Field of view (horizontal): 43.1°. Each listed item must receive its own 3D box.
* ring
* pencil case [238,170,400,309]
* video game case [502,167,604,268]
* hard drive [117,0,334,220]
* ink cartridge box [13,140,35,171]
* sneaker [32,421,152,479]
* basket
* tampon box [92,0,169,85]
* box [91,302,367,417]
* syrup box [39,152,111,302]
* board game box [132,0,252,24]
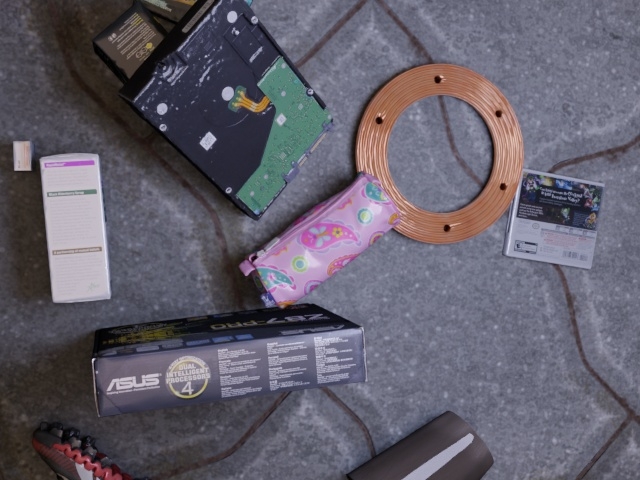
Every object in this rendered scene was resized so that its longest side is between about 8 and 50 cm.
[{"bbox_3d":[0.224,-0.161,1.519,0.336,0.032,0.337,-1,94,-15],"label":"ring"},{"bbox_3d":[0.000,0.000,1.409,0.284,0.124,0.124,-35,101,-3],"label":"pencil case"},{"bbox_3d":[0.459,-0.042,1.591,0.190,0.022,0.173,9,91,-14],"label":"video game case"},{"bbox_3d":[-0.137,-0.215,1.321,0.237,0.064,0.339,-52,135,-6],"label":"hard drive"},{"bbox_3d":[-0.480,-0.136,1.311,0.028,0.083,0.048,-2,93,-15],"label":"ink cartridge box"},{"bbox_3d":[-0.385,0.420,1.359,0.276,0.097,0.135,42,81,-14],"label":"sneaker"},{"bbox_3d":[0.194,0.435,1.488,0.227,0.154,0.204,-37,102,-13],"label":"basket"},{"bbox_3d":[-0.281,-0.291,1.334,0.101,0.120,0.161,-44,103,-8],"label":"tampon box"},{"bbox_3d":[-0.158,0.180,1.293,0.394,0.318,0.097,-5,95,-13],"label":"box"},{"bbox_3d":[-0.400,-0.022,1.333,0.096,0.093,0.237,-4,94,-14],"label":"syrup box"},{"bbox_3d":[-0.213,-0.424,1.393,0.186,0.026,0.126,22,88,-15],"label":"board game box"}]
